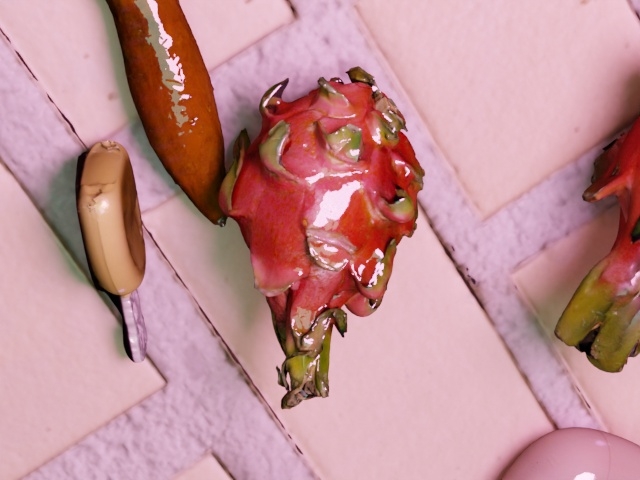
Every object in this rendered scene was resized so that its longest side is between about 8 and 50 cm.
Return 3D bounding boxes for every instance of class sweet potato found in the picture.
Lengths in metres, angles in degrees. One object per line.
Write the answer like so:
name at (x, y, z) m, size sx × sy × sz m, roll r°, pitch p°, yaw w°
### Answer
sweet potato at (-0.110, -0.129, 1.028) m, size 0.057 × 0.057 × 0.264 m, roll -19°, pitch 107°, yaw -2°

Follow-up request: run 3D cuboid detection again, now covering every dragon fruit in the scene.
dragon fruit at (0.285, -0.021, 1.076) m, size 0.200 × 0.198 × 0.269 m, roll 12°, pitch 110°, yaw -40°
dragon fruit at (-0.002, -0.002, 1.047) m, size 0.135 × 0.137 × 0.236 m, roll 6°, pitch 107°, yaw 4°

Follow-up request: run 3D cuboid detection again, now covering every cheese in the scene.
cheese at (-0.140, 0.017, 1.067) m, size 0.036 × 0.086 × 0.162 m, roll -6°, pitch 124°, yaw 0°

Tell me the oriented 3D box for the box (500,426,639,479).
box at (0.190, 0.240, 1.188) m, size 0.146 × 0.088 × 0.200 m, roll 21°, pitch 104°, yaw -17°
